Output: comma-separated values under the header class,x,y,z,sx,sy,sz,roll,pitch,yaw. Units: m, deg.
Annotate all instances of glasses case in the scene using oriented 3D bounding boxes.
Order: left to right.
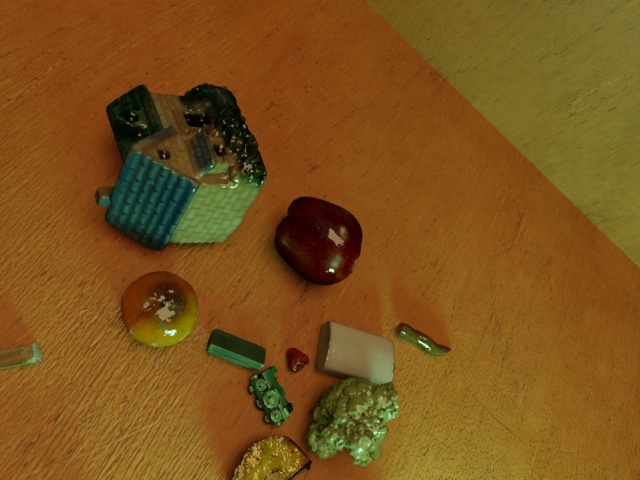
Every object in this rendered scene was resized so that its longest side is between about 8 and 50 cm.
class,x,y,z,sx,sy,sz,roll,pitch,yaw
glasses case,-0.262,0.345,1.445,0.184,0.039,0.078,26,28,-16

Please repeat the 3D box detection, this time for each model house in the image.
class,x,y,z,sx,sy,sz,roll,pitch,yaw
model house,-0.456,-0.247,1.380,0.400,0.395,0.445,-5,63,-37

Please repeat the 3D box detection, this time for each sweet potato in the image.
class,x,y,z,sx,sy,sz,roll,pitch,yaw
sweet potato,0.410,0.399,1.792,0.281,0.067,0.059,32,95,-19

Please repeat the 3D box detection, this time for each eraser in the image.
class,x,y,z,sx,sy,sz,roll,pitch,yaw
eraser,0.127,0.402,1.617,0.270,0.095,0.174,21,55,-21

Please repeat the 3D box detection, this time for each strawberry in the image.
class,x,y,z,sx,sy,sz,roll,pitch,yaw
strawberry,-0.081,0.395,1.528,0.073,0.073,0.083,-32,73,-34

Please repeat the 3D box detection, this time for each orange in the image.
class,x,y,z,sx,sy,sz,roll,pitch,yaw
orange,-0.465,0.197,1.340,0.224,0.170,0.224,12,63,-25

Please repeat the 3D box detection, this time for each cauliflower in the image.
class,x,y,z,sx,sy,sz,roll,pitch,yaw
cauliflower,0.121,0.577,1.440,0.327,0.260,0.281,-38,86,0

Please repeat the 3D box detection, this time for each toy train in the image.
class,x,y,z,sx,sy,sz,roll,pitch,yaw
toy train,-0.154,0.492,1.447,0.104,0.071,0.178,-22,79,-44

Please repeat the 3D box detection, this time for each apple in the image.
class,x,y,z,sx,sy,sz,roll,pitch,yaw
apple,0.000,0.000,1.615,0.317,0.288,0.288,33,58,-3

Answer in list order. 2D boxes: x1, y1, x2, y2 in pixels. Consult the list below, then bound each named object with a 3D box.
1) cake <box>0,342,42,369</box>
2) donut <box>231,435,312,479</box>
class,x,y,z,sx,sy,sz,roll,pitch,yaw
cake,-0.798,0.307,1.201,0.121,0.065,0.052,-12,74,-8
donut,-0.165,0.660,1.348,0.259,0.101,0.152,-22,80,-32
